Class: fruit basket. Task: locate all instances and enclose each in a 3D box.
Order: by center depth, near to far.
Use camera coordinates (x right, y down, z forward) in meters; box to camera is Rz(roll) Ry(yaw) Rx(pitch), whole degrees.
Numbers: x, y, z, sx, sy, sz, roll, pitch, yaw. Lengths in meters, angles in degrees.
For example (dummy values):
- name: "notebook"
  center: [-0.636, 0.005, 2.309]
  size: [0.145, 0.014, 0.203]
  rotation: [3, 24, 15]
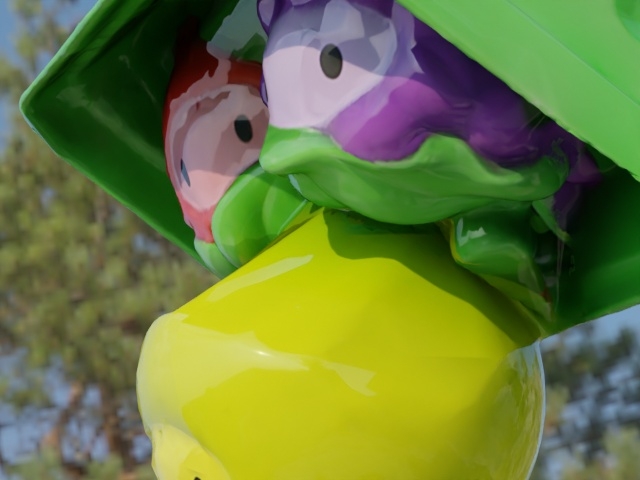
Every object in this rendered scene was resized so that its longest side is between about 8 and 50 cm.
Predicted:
- name: "fruit basket"
  center: [0.000, 0.000, 0.832]
  size: [0.283, 0.392, 0.392]
  rotation: [38, -46, -9]
